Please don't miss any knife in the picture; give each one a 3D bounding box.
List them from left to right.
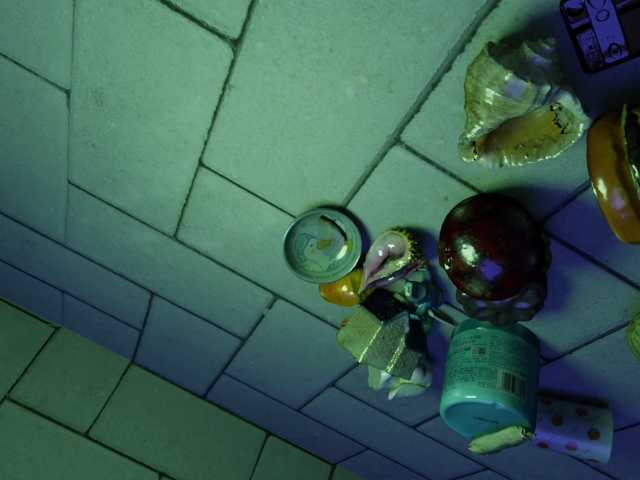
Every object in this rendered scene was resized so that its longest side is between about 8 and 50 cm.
[{"bbox_3d":[0.415,0.271,1.926,0.256,0.046,0.022,30,113,-26],"label":"knife"}]

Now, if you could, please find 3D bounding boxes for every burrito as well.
[{"bbox_3d":[0.621,0.687,1.772,0.082,0.059,0.275,24,140,-12],"label":"burrito"}]

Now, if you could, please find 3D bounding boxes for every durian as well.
[{"bbox_3d":[0.241,0.054,1.729,0.260,0.153,0.187,-19,86,45],"label":"durian"}]

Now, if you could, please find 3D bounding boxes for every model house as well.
[{"bbox_3d":[0.269,0.339,1.959,0.298,0.243,0.284,25,101,-34],"label":"model house"}]

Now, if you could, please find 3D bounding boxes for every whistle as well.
[{"bbox_3d":[0.358,0.188,1.805,0.093,0.180,0.269,7,172,32],"label":"whistle"}]

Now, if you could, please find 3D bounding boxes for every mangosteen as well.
[{"bbox_3d":[0.509,0.009,1.459,0.359,0.306,0.306,-14,135,-5],"label":"mangosteen"}]

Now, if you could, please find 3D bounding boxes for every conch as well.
[{"bbox_3d":[0.456,-0.317,1.190,0.297,0.210,0.352,24,160,-1],"label":"conch"}]

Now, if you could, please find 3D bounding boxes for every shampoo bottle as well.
[{"bbox_3d":[0.621,0.512,1.890,0.331,0.343,0.331,13,138,12],"label":"shampoo bottle"}]

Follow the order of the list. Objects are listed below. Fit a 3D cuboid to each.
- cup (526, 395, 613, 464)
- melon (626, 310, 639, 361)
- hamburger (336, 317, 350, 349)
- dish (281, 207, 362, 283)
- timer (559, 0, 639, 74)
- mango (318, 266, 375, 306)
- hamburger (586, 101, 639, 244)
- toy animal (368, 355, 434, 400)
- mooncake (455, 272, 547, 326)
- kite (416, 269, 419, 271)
[{"bbox_3d":[0.978,0.747,2.081,0.317,0.212,0.212,8,138,20],"label":"cup"},{"bbox_3d":[1.090,0.311,1.527,0.329,0.248,0.249,18,140,12],"label":"melon"},{"bbox_3d":[0.145,0.398,2.166,0.162,0.115,0.162,15,139,14],"label":"hamburger"},{"bbox_3d":[0.000,0.000,1.798,0.273,0.134,0.273,-2,114,-6],"label":"dish"},{"bbox_3d":[0.599,-0.448,1.077,0.144,0.055,0.187,-17,126,37],"label":"timer"},{"bbox_3d":[0.082,0.170,1.918,0.257,0.187,0.138,-17,93,49],"label":"mango"},{"bbox_3d":[0.746,-0.163,1.115,0.250,0.330,0.330,-16,126,44],"label":"hamburger"},{"bbox_3d":[0.344,0.554,2.184,0.265,0.272,0.206,5,117,-12],"label":"toy animal"},{"bbox_3d":[0.588,0.164,1.686,0.283,0.141,0.283,11,138,10],"label":"mooncake"},{"bbox_3d":[0.266,0.076,1.841,0.189,0.009,0.232,22,140,0],"label":"kite"}]
